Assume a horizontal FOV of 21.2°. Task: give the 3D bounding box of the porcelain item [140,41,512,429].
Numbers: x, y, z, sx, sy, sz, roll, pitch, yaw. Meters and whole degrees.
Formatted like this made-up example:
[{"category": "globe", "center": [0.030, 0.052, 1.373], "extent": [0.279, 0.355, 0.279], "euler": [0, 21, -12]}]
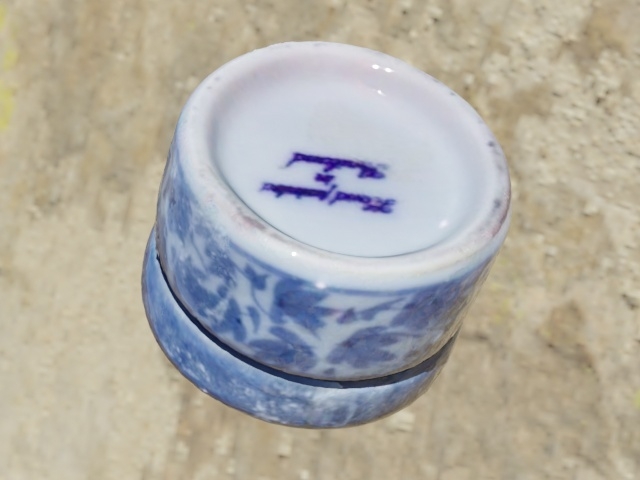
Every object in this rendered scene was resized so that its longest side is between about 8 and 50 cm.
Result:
[{"category": "porcelain item", "center": [0.000, 0.000, 0.743], "extent": [0.114, 0.147, 0.147], "euler": [108, 150, -43]}]
